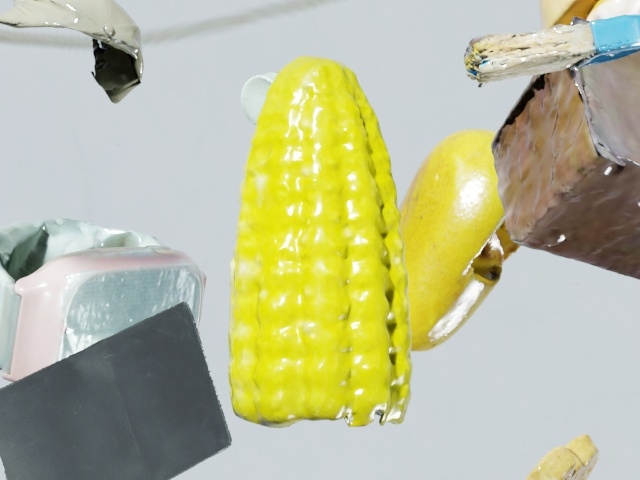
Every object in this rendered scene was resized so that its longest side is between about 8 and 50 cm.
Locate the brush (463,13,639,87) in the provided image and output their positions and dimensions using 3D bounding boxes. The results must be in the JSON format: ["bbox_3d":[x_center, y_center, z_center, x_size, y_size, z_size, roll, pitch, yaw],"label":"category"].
[{"bbox_3d":[0.124,-0.067,0.512,0.164,0.051,0.014,-10,92,-1],"label":"brush"}]

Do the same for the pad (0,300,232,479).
[{"bbox_3d":[-0.144,0.127,1.222,0.193,0.004,0.116,-26,103,-42],"label":"pad"}]

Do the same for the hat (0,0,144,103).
[{"bbox_3d":[-0.238,-0.232,1.733,0.147,0.175,0.085,31,117,-30],"label":"hat"}]

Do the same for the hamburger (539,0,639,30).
[{"bbox_3d":[0.318,-0.226,1.575,0.276,0.276,0.237,-27,81,-2],"label":"hamburger"}]

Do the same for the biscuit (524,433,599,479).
[{"bbox_3d":[0.180,0.283,1.607,0.041,0.212,0.238,29,129,19],"label":"biscuit"}]

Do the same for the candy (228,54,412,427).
[{"bbox_3d":[0.000,0.000,0.936,0.094,0.106,0.199,4,84,-37],"label":"candy"}]

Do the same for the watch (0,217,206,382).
[{"bbox_3d":[-0.239,0.050,1.728,0.253,0.241,0.161,-1,111,-43],"label":"watch"}]

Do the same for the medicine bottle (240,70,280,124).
[{"bbox_3d":[-0.027,-0.127,1.533,0.047,0.083,0.047,10,107,34],"label":"medicine bottle"}]

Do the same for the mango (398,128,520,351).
[{"bbox_3d":[0.145,0.000,1.917,0.130,0.167,0.262,29,86,-22],"label":"mango"}]

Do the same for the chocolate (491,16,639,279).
[{"bbox_3d":[0.250,-0.024,1.067,0.321,0.112,0.112,16,48,-25],"label":"chocolate"}]
